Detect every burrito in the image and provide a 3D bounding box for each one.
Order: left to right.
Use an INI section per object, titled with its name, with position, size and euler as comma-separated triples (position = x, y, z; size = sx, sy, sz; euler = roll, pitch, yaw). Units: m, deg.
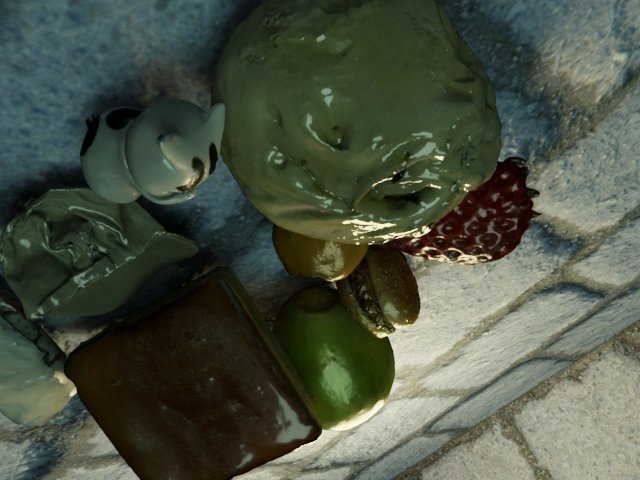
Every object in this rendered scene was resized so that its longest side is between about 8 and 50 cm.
[burrito]
position = -0.483, 0.166, 0.803
size = 0.139, 0.101, 0.445
euler = -10, 142, -13

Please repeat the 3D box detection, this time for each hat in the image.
[hat]
position = -0.305, 0.008, 0.739
size = 0.214, 0.149, 0.245
euler = -33, -179, 1

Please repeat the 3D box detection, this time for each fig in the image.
[fig]
position = 0.012, 0.223, 1.058
size = 0.258, 0.258, 0.326
euler = -22, 127, -3

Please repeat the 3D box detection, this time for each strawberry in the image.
[strawberry]
position = 0.228, -0.029, 0.883
size = 0.280, 0.150, 0.253
euler = 4, 155, -33

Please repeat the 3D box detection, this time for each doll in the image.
[doll]
position = -0.186, -0.098, 0.581
size = 0.110, 0.180, 0.107
euler = -54, 134, -36

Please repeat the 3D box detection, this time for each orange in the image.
[orange]
position = 0.000, 0.000, 0.835
size = 0.156, 0.134, 0.156
euler = 5, 165, 1

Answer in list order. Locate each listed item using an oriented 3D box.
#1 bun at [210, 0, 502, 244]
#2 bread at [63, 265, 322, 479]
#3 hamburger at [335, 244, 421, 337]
[bun]
position = 0.045, -0.125, 0.634
size = 0.362, 0.235, 0.326
euler = 22, 130, -38
[bread]
position = -0.210, 0.250, 0.891
size = 0.323, 0.143, 0.333
euler = -30, 100, 7
[hamburger]
position = 0.107, 0.082, 0.965
size = 0.118, 0.182, 0.191
euler = -33, 147, 22
